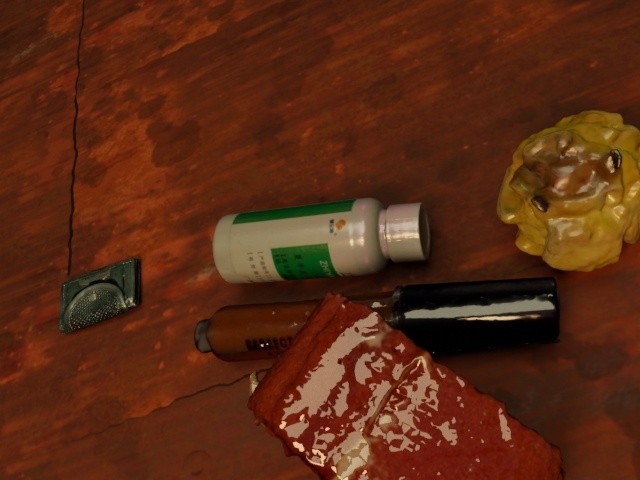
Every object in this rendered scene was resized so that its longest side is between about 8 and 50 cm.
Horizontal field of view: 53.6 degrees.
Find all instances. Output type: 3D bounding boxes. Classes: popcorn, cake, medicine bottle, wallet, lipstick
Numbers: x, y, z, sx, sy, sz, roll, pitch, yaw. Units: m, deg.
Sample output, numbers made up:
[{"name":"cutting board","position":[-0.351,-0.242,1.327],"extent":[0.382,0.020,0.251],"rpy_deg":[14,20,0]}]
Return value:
[{"name":"popcorn","position":[0.263,-0.052,0.660],"extent":[0.148,0.152,0.167],"rpy_deg":[5,88,27]},{"name":"cake","position":[0.070,0.179,0.572],"extent":[0.283,0.177,0.151],"rpy_deg":[34,80,14]},{"name":"medicine bottle","position":[0.000,0.000,0.771],"extent":[0.259,0.095,0.095],"rpy_deg":[-6,59,22]},{"name":"wallet","position":[-0.318,0.077,0.903],"extent":[0.129,0.026,0.088],"rpy_deg":[-19,55,12]},{"name":"lipstick","position":[0.047,0.093,0.707],"extent":[0.418,0.077,0.077],"rpy_deg":[-8,59,21]}]
